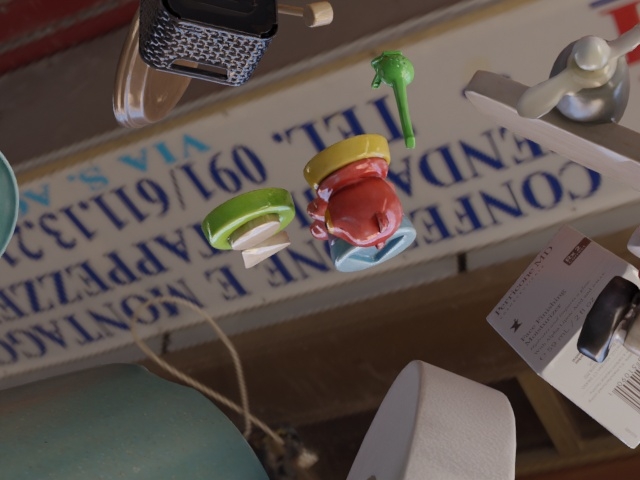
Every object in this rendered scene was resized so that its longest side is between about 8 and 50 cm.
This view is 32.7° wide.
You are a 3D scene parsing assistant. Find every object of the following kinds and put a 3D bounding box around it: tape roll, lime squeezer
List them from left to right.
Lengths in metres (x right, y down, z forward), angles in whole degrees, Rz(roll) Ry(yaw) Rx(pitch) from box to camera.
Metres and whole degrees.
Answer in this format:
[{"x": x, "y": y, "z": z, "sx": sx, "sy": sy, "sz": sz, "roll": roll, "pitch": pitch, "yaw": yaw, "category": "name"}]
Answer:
[{"x": 0.030, "y": 0.276, "z": 0.758, "sx": 0.072, "sy": 0.392, "sz": 0.392, "roll": 21, "pitch": -125, "yaw": 0, "category": "tape roll"}, {"x": 0.119, "y": -0.254, "z": 1.742, "sx": 0.059, "sy": 0.110, "sz": 0.310, "roll": -19, "pitch": -154, "yaw": 0, "category": "lime squeezer"}]

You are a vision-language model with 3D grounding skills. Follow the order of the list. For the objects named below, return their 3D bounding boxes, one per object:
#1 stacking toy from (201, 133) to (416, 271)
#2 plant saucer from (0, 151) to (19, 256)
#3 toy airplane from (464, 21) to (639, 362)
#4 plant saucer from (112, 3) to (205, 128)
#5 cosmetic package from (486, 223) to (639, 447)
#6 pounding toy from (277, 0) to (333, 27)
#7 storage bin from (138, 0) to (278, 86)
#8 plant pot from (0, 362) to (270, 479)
[{"x": 0.000, "y": 0.000, "z": 1.529, "sx": 0.280, "sy": 0.309, "sz": 0.130, "roll": -24, "pitch": -108, "yaw": 4, "category": "stacking toy"}, {"x": -0.222, "y": -0.013, "z": 0.584, "sx": 0.119, "sy": 0.119, "sz": 0.021, "roll": -43, "pitch": -128, "yaw": -11, "category": "plant saucer"}, {"x": 0.341, "y": -0.029, "z": 0.826, "sx": 0.272, "sy": 0.386, "sz": 0.384, "roll": -69, "pitch": -157, "yaw": 13, "category": "toy airplane"}, {"x": -0.226, "y": -0.290, "z": 1.624, "sx": 0.041, "sy": 0.278, "sz": 0.278, "roll": 24, "pitch": -120, "yaw": 8, "category": "plant saucer"}, {"x": 0.309, "y": 0.101, "z": 1.214, "sx": 0.151, "sy": 0.151, "sz": 0.183, "roll": -51, "pitch": -163, "yaw": 5, "category": "cosmetic package"}, {"x": -0.068, "y": -0.386, "z": 1.556, "sx": 0.094, "sy": 0.181, "sz": 0.206, "roll": -20, "pitch": -110, "yaw": -34, "category": "pounding toy"}, {"x": -0.117, "y": -0.262, "z": 1.125, "sx": 0.084, "sy": 0.122, "sz": 0.180, "roll": 129, "pitch": -37, "yaw": -51, "category": "storage bin"}, {"x": -0.209, "y": 0.236, "z": 0.646, "sx": 0.341, "sy": 0.341, "sz": 0.334, "roll": -2, "pitch": -171, "yaw": 33, "category": "plant pot"}]
